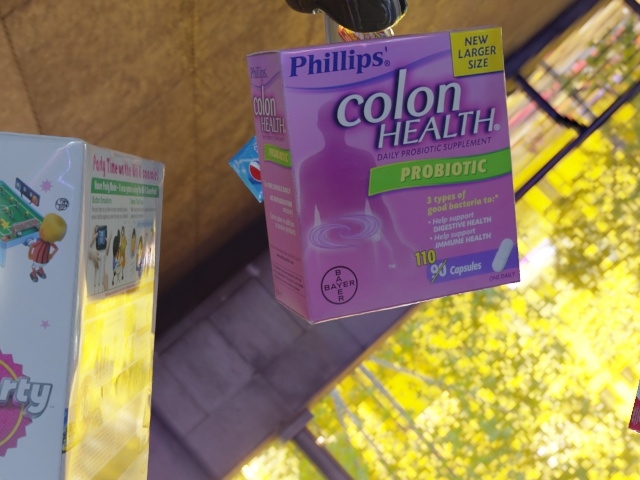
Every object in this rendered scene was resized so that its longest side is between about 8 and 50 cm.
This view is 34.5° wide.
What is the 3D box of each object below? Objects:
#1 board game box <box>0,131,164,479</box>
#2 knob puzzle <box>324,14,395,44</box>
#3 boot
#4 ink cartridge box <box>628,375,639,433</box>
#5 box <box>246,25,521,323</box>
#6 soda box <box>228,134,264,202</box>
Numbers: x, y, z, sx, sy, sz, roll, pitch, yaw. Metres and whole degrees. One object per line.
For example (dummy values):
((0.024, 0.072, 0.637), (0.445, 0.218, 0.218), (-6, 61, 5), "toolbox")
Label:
((-0.165, 0.094, 0.610), (0.224, 0.097, 0.303), (-32, 127, -88), "board game box")
((0.052, -0.292, 1.580), (0.030, 0.213, 0.213), (-10, -170, 33), "knob puzzle")
((0.073, -0.346, 1.327), (0.178, 0.236, 0.085), (-31, 124, -24), "boot")
((0.644, 0.297, 1.802), (0.072, 0.175, 0.127), (-6, 110, -50), "ink cartridge box")
((0.060, -0.067, 0.966), (0.213, 0.243, 0.117), (-9, -170, -17), "box")
((-0.031, -0.133, 1.415), (0.067, 0.071, 0.210), (-39, 180, 39), "soda box")
